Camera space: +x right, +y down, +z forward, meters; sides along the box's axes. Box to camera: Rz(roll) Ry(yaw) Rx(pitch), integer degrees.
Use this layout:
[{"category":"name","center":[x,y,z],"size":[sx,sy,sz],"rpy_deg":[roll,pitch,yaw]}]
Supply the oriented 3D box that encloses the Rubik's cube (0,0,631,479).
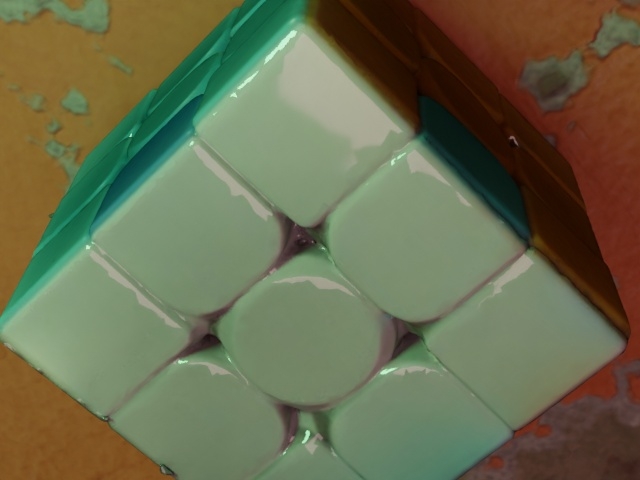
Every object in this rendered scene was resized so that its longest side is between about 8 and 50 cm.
[{"category":"Rubik's cube","center":[0.000,0.000,0.877],"size":[0.290,0.291,0.291],"rpy_deg":[-41,106,20]}]
